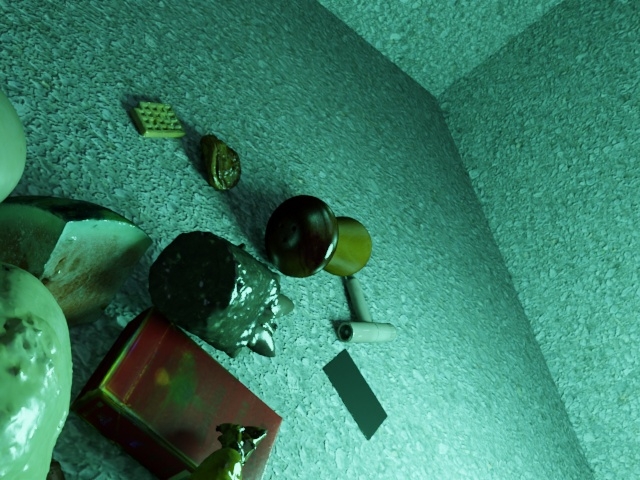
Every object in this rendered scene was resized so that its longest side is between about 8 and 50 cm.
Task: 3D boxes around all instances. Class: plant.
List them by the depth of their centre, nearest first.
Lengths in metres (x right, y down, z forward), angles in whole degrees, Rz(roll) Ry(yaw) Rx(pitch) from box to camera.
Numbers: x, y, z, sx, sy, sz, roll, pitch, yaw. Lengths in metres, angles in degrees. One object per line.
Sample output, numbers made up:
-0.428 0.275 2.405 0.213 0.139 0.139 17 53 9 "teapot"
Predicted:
-0.156 0.101 1.155 0.194 0.182 0.321 35 -4 19 "plant"

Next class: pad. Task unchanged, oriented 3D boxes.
0.083 0.351 1.524 0.190 0.004 0.127 57 29 5 "pad"

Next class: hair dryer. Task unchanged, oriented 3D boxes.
0.088 0.157 1.681 0.195 0.053 0.221 9 52 -52 "hair dryer"

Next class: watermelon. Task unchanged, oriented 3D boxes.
-0.392 0.034 0.978 0.212 0.261 0.201 4 84 -58 "watermelon"

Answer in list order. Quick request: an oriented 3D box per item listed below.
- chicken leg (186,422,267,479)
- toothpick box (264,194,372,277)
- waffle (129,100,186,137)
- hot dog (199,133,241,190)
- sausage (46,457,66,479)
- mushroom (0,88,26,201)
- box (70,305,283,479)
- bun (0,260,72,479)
-0.140 0.417 0.864 0.295 0.182 0.409 31 34 -1 "chicken leg"
0.000 0.000 1.584 0.294 0.192 0.192 12 50 -57 "toothpick box"
-0.367 -0.271 1.484 0.135 0.021 0.092 -12 72 -60 "waffle"
-0.236 -0.185 1.546 0.099 0.065 0.147 33 33 -51 "hot dog"
-0.337 0.368 0.850 0.047 0.040 0.177 7 55 -54 "sausage"
-0.539 -0.091 0.773 0.362 0.362 0.295 -5 104 -57 "mushroom"
-0.217 0.280 1.067 0.313 0.089 0.197 46 32 -16 "box"
-0.386 0.200 0.670 0.202 0.364 0.364 51 26 -34 "bun"
